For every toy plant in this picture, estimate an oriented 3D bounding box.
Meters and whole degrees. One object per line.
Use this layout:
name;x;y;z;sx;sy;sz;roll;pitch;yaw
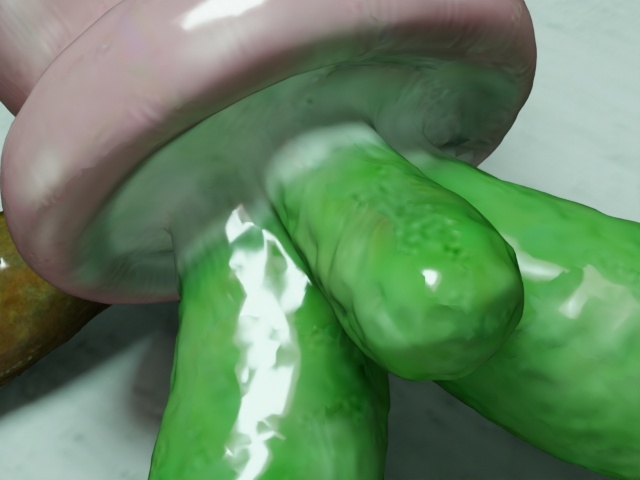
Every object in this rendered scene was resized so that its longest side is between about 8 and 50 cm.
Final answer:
toy plant;0.016;-0.031;0.621;0.317;0.211;0.356;-22;64;-11

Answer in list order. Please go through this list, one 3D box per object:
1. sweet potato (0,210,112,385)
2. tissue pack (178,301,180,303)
sweet potato;-0.194;0.040;0.707;0.291;0.097;0.097;-9;43;-5
tissue pack;0.000;0.000;0.741;0.138;0.028;0.085;-18;44;0
